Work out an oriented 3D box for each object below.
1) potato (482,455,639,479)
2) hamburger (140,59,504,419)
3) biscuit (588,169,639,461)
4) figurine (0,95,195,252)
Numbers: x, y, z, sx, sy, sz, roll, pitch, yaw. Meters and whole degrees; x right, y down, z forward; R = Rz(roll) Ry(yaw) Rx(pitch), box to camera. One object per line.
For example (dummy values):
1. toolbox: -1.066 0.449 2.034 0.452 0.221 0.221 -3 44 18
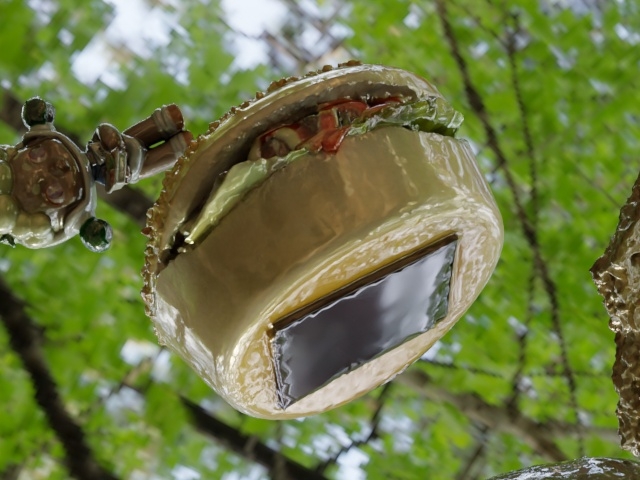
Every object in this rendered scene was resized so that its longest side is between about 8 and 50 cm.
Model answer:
1. potato: 0.170 0.240 1.390 0.262 0.165 0.165 -22 -129 -17
2. hamburger: 0.000 0.000 1.468 0.302 0.302 0.170 -41 -119 10
3. biscuit: 0.217 0.013 1.094 0.026 0.131 0.237 21 -98 60
4. figurine: -0.201 -0.058 1.591 0.197 0.093 0.147 -27 -104 -3
